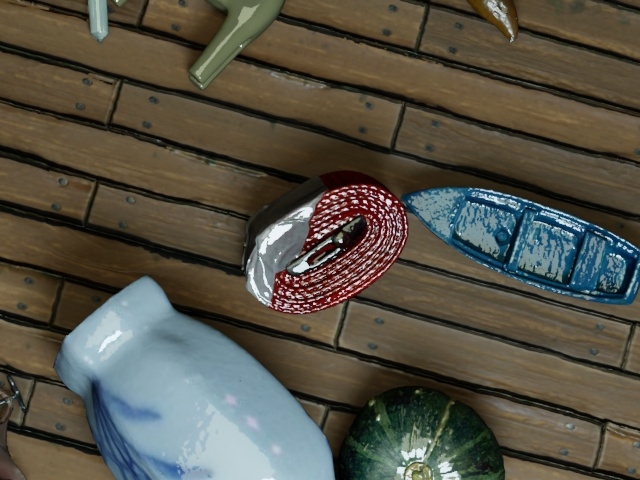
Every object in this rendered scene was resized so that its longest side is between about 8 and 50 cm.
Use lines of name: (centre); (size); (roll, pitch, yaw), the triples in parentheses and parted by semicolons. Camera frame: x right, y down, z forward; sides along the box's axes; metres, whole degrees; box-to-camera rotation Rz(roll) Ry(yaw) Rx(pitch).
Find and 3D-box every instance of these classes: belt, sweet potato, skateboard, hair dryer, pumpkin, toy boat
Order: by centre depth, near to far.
pumpkin: (0.114, 0.259, 1.839); (0.190, 0.146, 0.190); (-2, 86, 22)
skateboard: (-0.370, 0.226, 1.874); (0.080, 0.067, 0.151); (-25, 81, -14)
belt: (0.000, 0.000, 1.881); (0.201, 0.124, 0.128); (-30, 105, 0)
toy boat: (0.234, 0.001, 1.917); (0.299, 0.062, 0.096); (19, 83, 0)
hair dryer: (-0.278, -0.305, 1.948); (0.082, 0.047, 0.137); (-5, 91, -2)
sweet potato: (0.168, -0.354, 1.960); (0.057, 0.057, 0.264); (-30, 87, -5)

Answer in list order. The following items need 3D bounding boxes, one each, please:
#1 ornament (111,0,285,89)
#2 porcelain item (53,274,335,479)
ornament: (-0.140, -0.342, 1.946); (0.230, 0.061, 0.245); (42, 80, 6)
porcelain item: (-0.116, 0.240, 1.791); (0.178, 0.242, 0.405); (-41, 84, -24)
